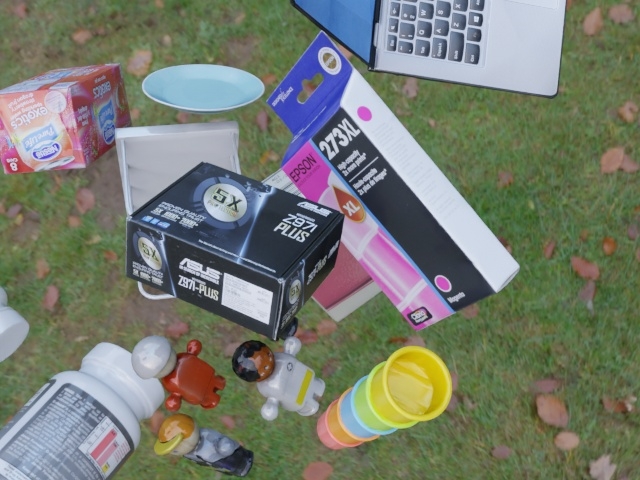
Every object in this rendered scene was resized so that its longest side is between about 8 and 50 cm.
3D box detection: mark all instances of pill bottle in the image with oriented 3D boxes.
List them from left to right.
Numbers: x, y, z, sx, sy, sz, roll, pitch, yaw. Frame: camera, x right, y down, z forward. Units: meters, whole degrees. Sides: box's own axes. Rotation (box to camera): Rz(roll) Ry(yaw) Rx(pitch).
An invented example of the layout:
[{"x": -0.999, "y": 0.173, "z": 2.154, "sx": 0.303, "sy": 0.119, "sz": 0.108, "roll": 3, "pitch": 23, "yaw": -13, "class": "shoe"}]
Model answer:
[{"x": -0.636, "y": 0.112, "z": 1.476, "sx": 0.229, "sy": 0.131, "sz": 0.131, "roll": 38, "pitch": 83, "yaw": 12, "class": "pill bottle"}, {"x": -0.461, "y": 0.370, "z": 1.509, "sx": 0.210, "sy": 0.210, "sz": 0.363, "roll": 22, "pitch": 50, "yaw": 23, "class": "pill bottle"}]

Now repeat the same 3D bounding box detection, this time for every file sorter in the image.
[{"x": -0.226, "y": -0.043, "z": 1.382, "sx": 0.193, "sy": 0.277, "sz": 0.173, "roll": -6, "pitch": 61, "yaw": -11, "class": "file sorter"}]

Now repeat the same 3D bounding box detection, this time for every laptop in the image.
[{"x": 0.158, "y": -0.392, "z": 0.943, "sx": 0.408, "sy": 0.236, "sz": 0.382, "roll": 6, "pitch": 90, "yaw": -14, "class": "laptop"}]

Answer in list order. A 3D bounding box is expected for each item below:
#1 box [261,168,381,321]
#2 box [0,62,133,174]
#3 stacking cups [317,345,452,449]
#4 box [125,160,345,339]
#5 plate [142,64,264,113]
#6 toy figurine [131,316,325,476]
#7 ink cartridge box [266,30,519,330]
[{"x": 0.000, "y": 0.000, "z": 1.323, "sx": 0.127, "sy": 0.232, "sz": 0.148, "roll": -36, "pitch": 52, "yaw": 4, "class": "box"}, {"x": -0.395, "y": -0.196, "z": 1.297, "sx": 0.128, "sy": 0.257, "sz": 0.122, "roll": -4, "pitch": 109, "yaw": 5, "class": "box"}, {"x": 0.076, "y": 0.230, "z": 1.164, "sx": 0.096, "sy": 0.316, "sz": 0.096, "roll": 6, "pitch": 68, "yaw": -15, "class": "stacking cups"}, {"x": -0.088, "y": 0.004, "z": 0.870, "sx": 0.180, "sy": 0.077, "sz": 0.147, "roll": 21, "pitch": 36, "yaw": 17, "class": "box"}, {"x": -0.181, "y": -0.231, "z": 1.290, "sx": 0.188, "sy": 0.024, "sz": 0.188, "roll": 3, "pitch": 32, "yaw": -2, "class": "plate"}, {"x": -0.121, "y": 0.164, "z": 1.035, "sx": 0.213, "sy": 0.148, "sz": 0.209, "roll": -41, "pitch": 38, "yaw": 11, "class": "toy figurine"}, {"x": 0.067, "y": -0.064, "z": 1.038, "sx": 0.069, "sy": 0.176, "sz": 0.371, "roll": -38, "pitch": 89, "yaw": -34, "class": "ink cartridge box"}]
